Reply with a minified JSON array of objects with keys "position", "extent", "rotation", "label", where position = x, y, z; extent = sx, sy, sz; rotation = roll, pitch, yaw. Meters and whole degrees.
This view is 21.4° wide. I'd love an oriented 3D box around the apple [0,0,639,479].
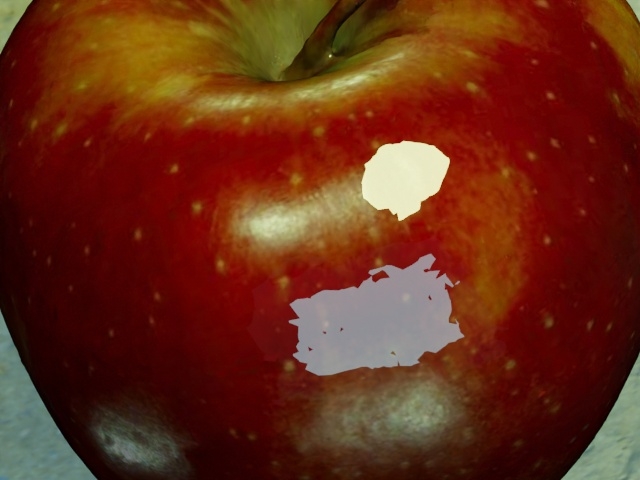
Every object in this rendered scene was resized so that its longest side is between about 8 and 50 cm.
[{"position":[0.000,0.000,0.714],"extent":[0.288,0.288,0.317],"rotation":[-15,145,-6],"label":"apple"}]
